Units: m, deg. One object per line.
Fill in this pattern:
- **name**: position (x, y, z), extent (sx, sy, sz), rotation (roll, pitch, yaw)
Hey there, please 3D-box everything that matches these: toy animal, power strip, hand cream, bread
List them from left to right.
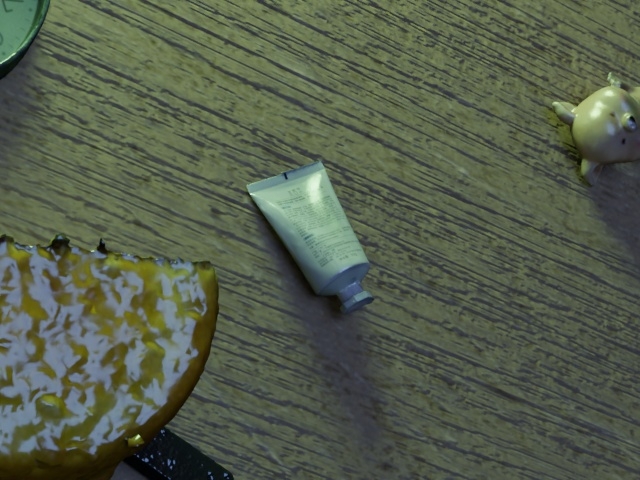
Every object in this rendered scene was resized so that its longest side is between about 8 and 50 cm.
- **bread**: position (-0.229, 0.100, 1.165), extent (0.340, 0.194, 0.179), rotation (8, 71, -23)
- **power strip**: position (-0.123, 0.179, 1.300), extent (0.111, 0.029, 0.038), rotation (38, 57, -16)
- **hand cream**: position (0.000, 0.000, 1.422), extent (0.084, 0.053, 0.142), rotation (-20, 70, -33)
- **toy animal**: position (0.309, -0.114, 1.613), extent (0.150, 0.089, 0.083), rotation (-9, 59, -28)

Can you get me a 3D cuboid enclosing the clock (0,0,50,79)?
- **clock**: position (-0.323, -0.220, 1.302), extent (0.215, 0.042, 0.215), rotation (9, 71, -27)
